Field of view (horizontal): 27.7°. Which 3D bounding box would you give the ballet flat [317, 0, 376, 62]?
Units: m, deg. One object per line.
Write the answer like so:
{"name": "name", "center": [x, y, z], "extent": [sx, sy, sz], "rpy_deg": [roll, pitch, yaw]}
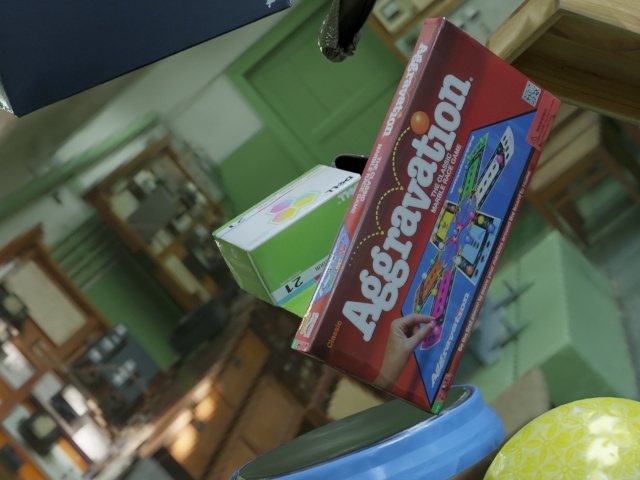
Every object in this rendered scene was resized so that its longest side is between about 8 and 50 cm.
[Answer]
{"name": "ballet flat", "center": [0.052, -0.349, 1.835], "extent": [0.250, 0.084, 0.058], "rpy_deg": [114, 150, -43]}

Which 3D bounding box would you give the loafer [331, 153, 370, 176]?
{"name": "loafer", "center": [0.137, -0.072, 1.967], "extent": [0.302, 0.095, 0.109], "rpy_deg": [11, 58, 41]}

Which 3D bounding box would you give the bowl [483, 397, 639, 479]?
{"name": "bowl", "center": [0.330, 0.338, 1.450], "extent": [0.289, 0.289, 0.156], "rpy_deg": [-41, 17, 3]}

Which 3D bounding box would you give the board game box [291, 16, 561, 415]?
{"name": "board game box", "center": [0.089, -0.018, 1.027], "extent": [0.027, 0.145, 0.281], "rpy_deg": [8, 73, 56]}

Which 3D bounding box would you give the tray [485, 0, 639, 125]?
{"name": "tray", "center": [0.455, -0.241, 1.785], "extent": [0.203, 0.411, 0.076], "rpy_deg": [137, 142, -60]}

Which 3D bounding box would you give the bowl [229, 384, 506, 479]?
{"name": "bowl", "center": [0.057, 0.293, 1.770], "extent": [0.391, 0.077, 0.391], "rpy_deg": [-20, 0, 0]}

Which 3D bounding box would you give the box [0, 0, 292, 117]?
{"name": "box", "center": [-0.263, -0.298, 1.491], "extent": [0.343, 0.179, 0.312], "rpy_deg": [-26, 22, -21]}

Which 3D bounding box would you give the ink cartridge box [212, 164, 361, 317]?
{"name": "ink cartridge box", "center": [0.000, 0.000, 1.678], "extent": [0.189, 0.097, 0.255], "rpy_deg": [-34, 21, -17]}
